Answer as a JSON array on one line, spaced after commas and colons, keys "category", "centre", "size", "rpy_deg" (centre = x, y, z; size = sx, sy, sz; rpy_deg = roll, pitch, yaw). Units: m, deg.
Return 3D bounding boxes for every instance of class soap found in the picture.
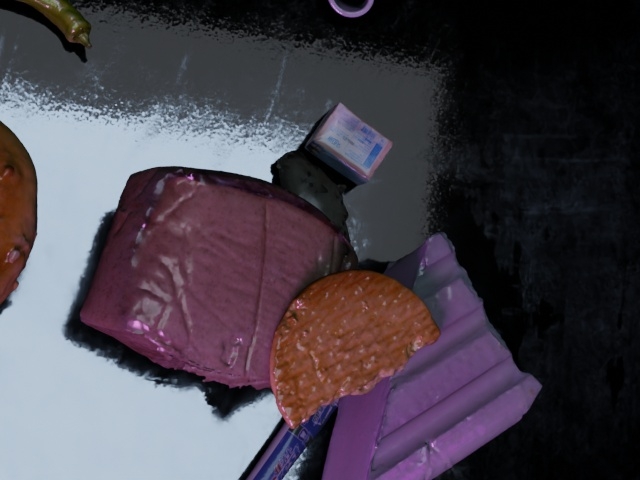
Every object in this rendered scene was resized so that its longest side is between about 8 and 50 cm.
[{"category": "soap", "centre": [0.077, 0.170, 1.433], "size": [0.302, 0.159, 0.258], "rpy_deg": [-30, 95, -23]}]

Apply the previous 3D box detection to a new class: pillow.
[{"category": "pillow", "centre": [0.001, -0.001, 1.499], "size": [0.093, 0.051, 0.241], "rpy_deg": [-5, 81, -17]}]

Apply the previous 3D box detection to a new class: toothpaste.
[{"category": "toothpaste", "centre": [-0.043, 0.261, 1.458], "size": [0.057, 0.034, 0.197], "rpy_deg": [46, 70, -26]}]

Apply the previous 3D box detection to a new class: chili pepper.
[{"category": "chili pepper", "centre": [-0.370, -0.304, 1.442], "size": [0.208, 0.043, 0.049], "rpy_deg": [26, 101, -6]}]

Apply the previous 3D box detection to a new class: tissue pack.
[{"category": "tissue pack", "centre": [0.039, -0.126, 1.524], "size": [0.094, 0.059, 0.074], "rpy_deg": [37, 76, -8]}]

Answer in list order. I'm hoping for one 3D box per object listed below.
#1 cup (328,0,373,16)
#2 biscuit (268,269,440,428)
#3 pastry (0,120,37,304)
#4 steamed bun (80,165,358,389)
[{"category": "cup", "centre": [0.064, -0.422, 1.521], "size": [0.202, 0.167, 0.221], "rpy_deg": [23, 74, -9]}, {"category": "biscuit", "centre": [0.025, 0.110, 1.323], "size": [0.224, 0.033, 0.144], "rpy_deg": [-31, 94, -27]}, {"category": "pastry", "centre": [-0.467, -0.013, 1.292], "size": [0.284, 0.184, 0.316], "rpy_deg": [42, 74, 0]}, {"category": "steamed bun", "centre": [-0.128, 0.052, 1.377], "size": [0.301, 0.199, 0.252], "rpy_deg": [23, 72, -28]}]
